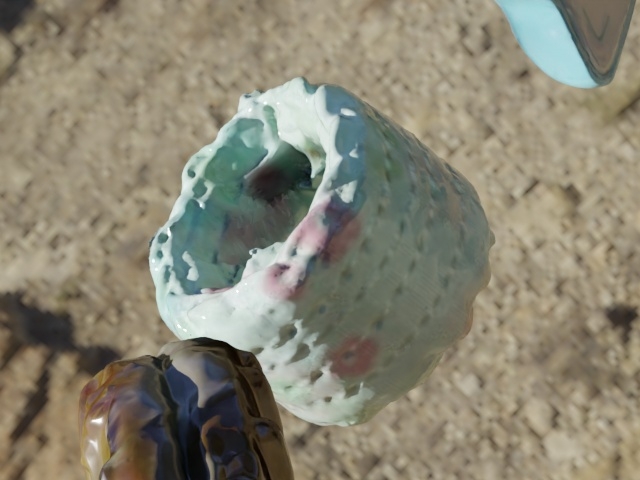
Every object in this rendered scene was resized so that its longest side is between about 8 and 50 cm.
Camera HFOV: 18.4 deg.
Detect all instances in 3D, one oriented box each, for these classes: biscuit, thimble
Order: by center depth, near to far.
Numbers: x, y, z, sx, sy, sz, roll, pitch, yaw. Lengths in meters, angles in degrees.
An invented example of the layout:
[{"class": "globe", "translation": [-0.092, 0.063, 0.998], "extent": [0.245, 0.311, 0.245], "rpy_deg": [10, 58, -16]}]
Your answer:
[{"class": "biscuit", "translation": [-0.057, 0.208, 0.992], "extent": [0.103, 0.332, 0.332], "rpy_deg": [-8, 39, -6]}, {"class": "thimble", "translation": [0.000, 0.000, 1.255], "extent": [0.185, 0.149, 0.211], "rpy_deg": [-35, 35, 27]}]

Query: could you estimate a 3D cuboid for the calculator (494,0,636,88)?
[{"class": "calculator", "translation": [0.083, -0.277, 0.945], "extent": [0.054, 0.256, 0.386], "rpy_deg": [-12, 59, 42]}]
